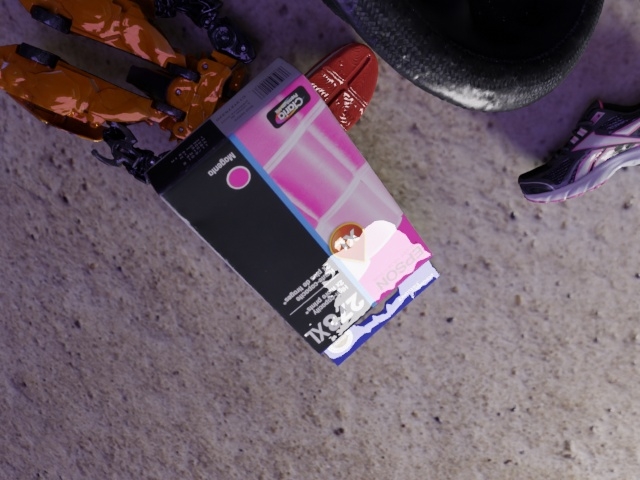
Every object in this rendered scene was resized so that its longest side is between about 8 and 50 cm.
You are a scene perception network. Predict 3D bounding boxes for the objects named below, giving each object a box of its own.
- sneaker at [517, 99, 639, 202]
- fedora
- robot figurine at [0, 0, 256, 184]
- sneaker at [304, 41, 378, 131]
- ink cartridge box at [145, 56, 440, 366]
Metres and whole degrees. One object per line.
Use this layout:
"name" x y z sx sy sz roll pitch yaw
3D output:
"sneaker" 0.284 -0.103 0.800 0.178 0.072 0.077 -25 101 20
"fedora" 0.091 -0.262 0.668 0.152 0.334 0.334 7 134 58
"robot figurine" -0.212 -0.187 0.849 0.291 0.085 0.211 23 96 1
"sneaker" -0.043 -0.140 0.856 0.221 0.128 0.087 -48 131 1
"ink cartridge box" 0.000 0.000 0.836 0.176 0.069 0.371 -41 130 -1
